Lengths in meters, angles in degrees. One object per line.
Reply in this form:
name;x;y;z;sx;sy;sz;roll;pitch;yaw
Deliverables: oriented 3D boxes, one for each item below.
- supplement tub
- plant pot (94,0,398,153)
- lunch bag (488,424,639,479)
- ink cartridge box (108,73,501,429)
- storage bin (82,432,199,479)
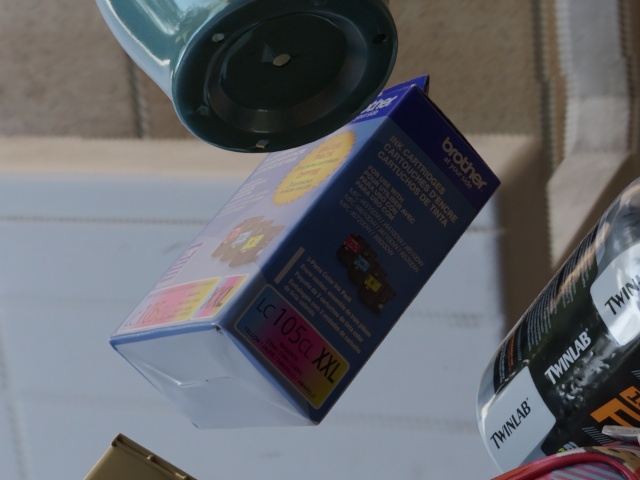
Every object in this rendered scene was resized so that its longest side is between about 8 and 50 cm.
supplement tub;0.264;0.073;1.304;0.193;0.193;0.316;37;137;6
plant pot;-0.059;-0.221;1.369;0.272;0.271;0.255;-49;46;31
lunch bag;0.142;0.245;0.809;0.258;0.120;0.293;-30;74;26
ink cartridge box;0.000;0.000;1.738;0.151;0.395;0.270;49;153;-16
storage bin;-0.147;0.346;1.465;0.260;0.262;0.123;30;142;11
